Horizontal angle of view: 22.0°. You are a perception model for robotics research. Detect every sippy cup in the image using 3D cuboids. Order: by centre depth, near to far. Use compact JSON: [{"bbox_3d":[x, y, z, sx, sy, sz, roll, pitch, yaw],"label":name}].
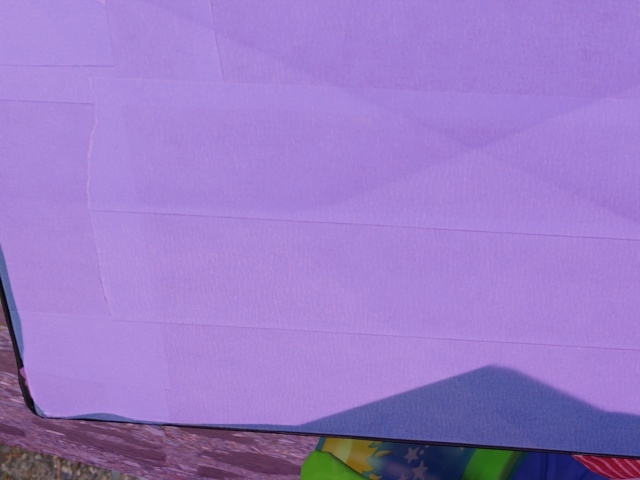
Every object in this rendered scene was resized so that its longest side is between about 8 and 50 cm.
[{"bbox_3d":[0.117,0.218,1.390,0.224,0.240,0.305,13,145,43],"label":"sippy cup"}]

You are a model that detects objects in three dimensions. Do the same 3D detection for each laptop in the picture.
[{"bbox_3d":[0.032,-0.006,0.493,0.382,0.236,0.408,3,-173,8],"label":"laptop"}]

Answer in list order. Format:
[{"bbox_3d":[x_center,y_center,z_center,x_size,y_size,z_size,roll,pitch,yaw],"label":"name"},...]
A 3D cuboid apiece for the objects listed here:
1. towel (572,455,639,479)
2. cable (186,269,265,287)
[{"bbox_3d":[0.271,0.128,1.158,0.237,0.037,0.329,-7,157,25],"label":"towel"},{"bbox_3d":[-0.034,-0.013,0.795,0.257,0.089,0.257,10,179,-3],"label":"cable"}]
